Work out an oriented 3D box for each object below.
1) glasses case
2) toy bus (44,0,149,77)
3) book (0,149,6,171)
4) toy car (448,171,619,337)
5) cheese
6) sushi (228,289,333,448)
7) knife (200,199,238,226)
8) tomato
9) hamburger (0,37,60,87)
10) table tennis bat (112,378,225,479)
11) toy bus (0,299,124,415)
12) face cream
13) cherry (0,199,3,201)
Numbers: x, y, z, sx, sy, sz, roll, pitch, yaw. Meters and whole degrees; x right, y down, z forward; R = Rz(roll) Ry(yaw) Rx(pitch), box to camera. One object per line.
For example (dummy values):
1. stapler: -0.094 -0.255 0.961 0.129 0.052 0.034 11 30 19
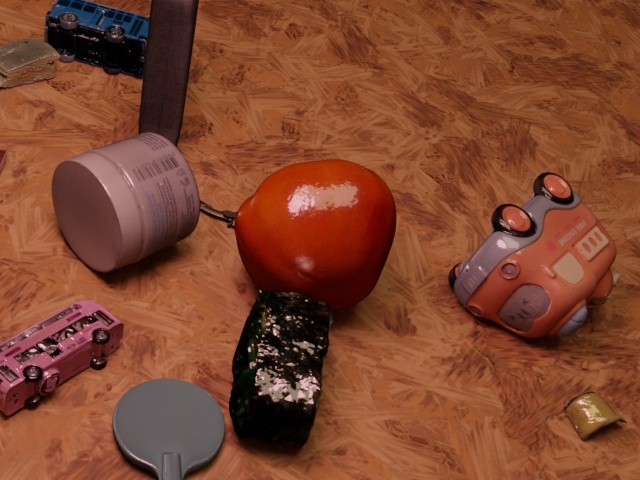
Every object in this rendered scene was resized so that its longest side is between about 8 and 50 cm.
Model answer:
1. glasses case: -0.246 -0.293 1.812 0.074 0.323 0.131 8 40 -8
2. toy bus: -0.393 -0.369 2.017 0.184 0.090 0.106 15 40 -3
3. book: -0.616 -0.107 1.719 0.231 0.022 0.162 13 42 -6
4. toy car: 0.353 0.044 1.780 0.212 0.180 0.270 45 47 14
5. cheese: 0.413 0.255 1.666 0.084 0.041 0.060 -8 46 -23
6. sushi: -0.057 0.173 1.537 0.127 0.124 0.225 13 48 -5
7. knife: -0.116 -0.027 1.801 0.222 0.021 0.045 29 46 11
8. tomato: -0.004 0.000 1.648 0.259 0.260 0.180 -3 50 -22
9. hamburger: -0.522 -0.312 1.944 0.121 0.054 0.084 -27 59 -29
10. table tennis bat: -0.194 0.272 1.455 0.149 0.038 0.237 5 39 -15
11. toy bus: -0.360 0.153 1.504 0.090 0.063 0.203 35 43 23
12. face cream: -0.287 -0.059 1.663 0.177 0.177 0.153 41 45 24
13. cherry: -0.578 -0.021 1.502 0.307 0.221 0.261 -4 37 -4
